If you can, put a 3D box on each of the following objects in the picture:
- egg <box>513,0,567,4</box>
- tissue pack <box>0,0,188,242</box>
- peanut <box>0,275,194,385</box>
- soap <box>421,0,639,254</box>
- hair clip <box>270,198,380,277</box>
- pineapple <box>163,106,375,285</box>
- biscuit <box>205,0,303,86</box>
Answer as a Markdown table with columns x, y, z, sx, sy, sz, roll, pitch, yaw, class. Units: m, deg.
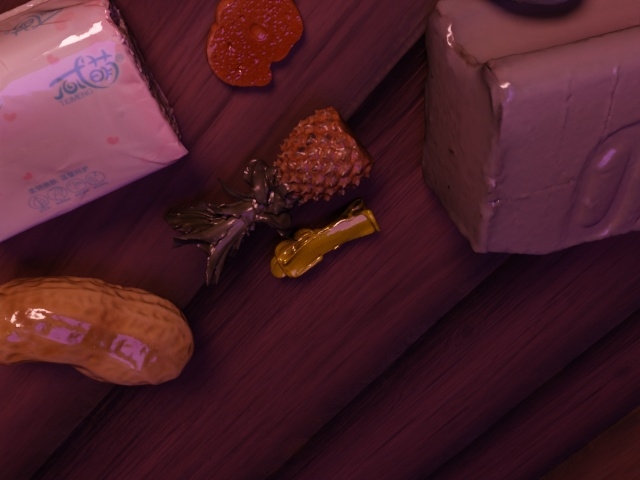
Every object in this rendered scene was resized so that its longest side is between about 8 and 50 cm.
| x | y | z | sx | sy | sz | roll | pitch | yaw | class |
| --- | --- | --- | --- | --- | --- | --- | --- | --- | --- |
| 0.233 | -0.327 | 0.764 | 0.164 | 0.131 | 0.131 | 20 | 121 | -28 | egg |
| -0.299 | -0.120 | 0.719 | 0.271 | 0.124 | 0.201 | -25 | 142 | -3 | tissue pack |
| -0.315 | 0.122 | 0.945 | 0.305 | 0.147 | 0.147 | 21 | 121 | -38 | peanut |
| 0.361 | -0.167 | 0.936 | 0.435 | 0.213 | 0.350 | -14 | 138 | -13 | soap |
| 0.000 | 0.000 | 1.042 | 0.173 | 0.046 | 0.072 | -31 | 135 | 3 | hair clip |
| -0.070 | -0.058 | 0.902 | 0.277 | 0.119 | 0.130 | -36 | 156 | 13 | pineapple |
| -0.075 | -0.233 | 0.791 | 0.102 | 0.019 | 0.130 | 12 | 127 | -34 | biscuit |
